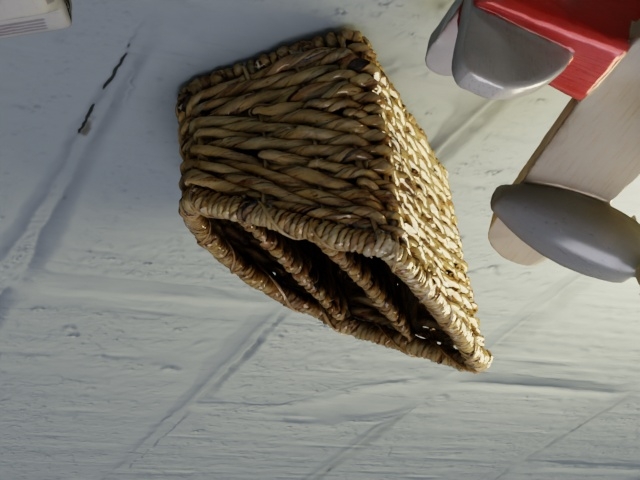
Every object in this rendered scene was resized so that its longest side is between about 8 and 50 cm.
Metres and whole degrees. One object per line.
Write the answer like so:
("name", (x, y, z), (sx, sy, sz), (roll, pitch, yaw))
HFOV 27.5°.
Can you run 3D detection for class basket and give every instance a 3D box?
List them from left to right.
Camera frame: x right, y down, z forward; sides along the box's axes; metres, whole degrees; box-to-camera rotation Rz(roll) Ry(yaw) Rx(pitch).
("basket", (0.000, 0.000, 1.149), (0.213, 0.223, 0.299), (-17, 152, 14))

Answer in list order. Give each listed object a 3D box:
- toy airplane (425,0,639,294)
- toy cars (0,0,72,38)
("toy airplane", (0.270, -0.103, 0.980), (0.384, 0.273, 0.386), (-17, 152, 17))
("toy cars", (-0.286, -0.136, 0.948), (0.176, 0.087, 0.393), (13, 145, -36))
